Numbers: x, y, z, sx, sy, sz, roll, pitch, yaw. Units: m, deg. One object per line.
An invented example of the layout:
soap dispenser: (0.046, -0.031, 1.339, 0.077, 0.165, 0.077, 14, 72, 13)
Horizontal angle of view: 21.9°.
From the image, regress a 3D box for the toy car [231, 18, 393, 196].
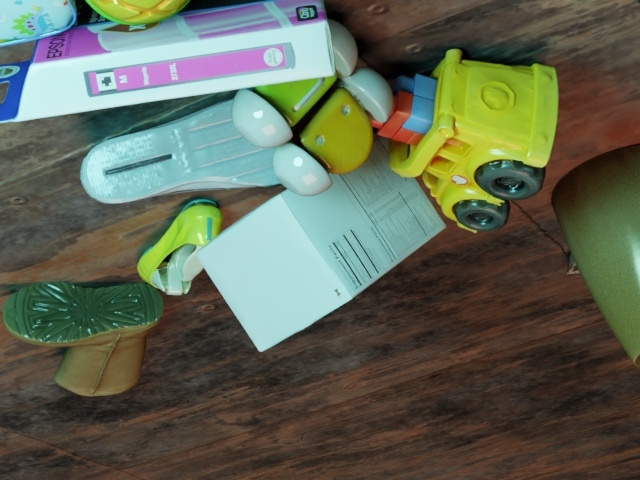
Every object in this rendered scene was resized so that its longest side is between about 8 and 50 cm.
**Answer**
toy car: (-0.024, -0.152, 1.812, 0.136, 0.159, 0.182, 26, 161, 53)

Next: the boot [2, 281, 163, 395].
boot: (-0.354, 0.155, 2.395, 0.236, 0.089, 0.269, 1, 154, -17)

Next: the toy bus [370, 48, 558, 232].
toy bus: (0.149, -0.121, 1.930, 0.211, 0.149, 0.220, 13, 152, -13)

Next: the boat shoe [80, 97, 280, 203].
boat shoe: (-0.131, -0.109, 1.925, 0.302, 0.109, 0.094, -9, -173, -5)

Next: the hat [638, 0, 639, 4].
hat: (0.490, -0.220, 1.768, 0.331, 0.134, 0.331, 5, 164, 1)

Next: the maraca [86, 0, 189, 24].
maraca: (-0.174, -0.282, 1.540, 0.127, 0.099, 0.185, -13, 130, -8)

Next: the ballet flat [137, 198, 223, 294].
ballet flat: (-0.187, 0.028, 2.190, 0.077, 0.077, 0.231, 3, 152, -25)

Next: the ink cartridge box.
ink cartridge box: (-0.174, -0.190, 1.636, 0.371, 0.175, 0.069, -10, 116, 1)

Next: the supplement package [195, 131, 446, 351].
supplement package: (0.000, 0.000, 1.997, 0.203, 0.149, 0.194, -35, -179, -44)

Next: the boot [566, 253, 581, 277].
boot: (0.419, 0.045, 2.454, 0.114, 0.037, 0.106, -12, 141, 0)

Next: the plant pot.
plant pot: (0.446, 0.036, 2.197, 0.237, 0.254, 0.237, -6, 155, -3)

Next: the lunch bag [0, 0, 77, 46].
lunch bag: (-0.331, -0.265, 1.527, 0.176, 0.090, 0.219, -12, 154, 5)
